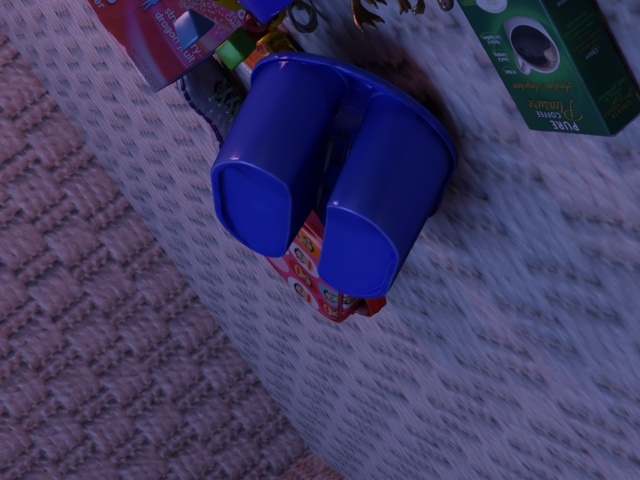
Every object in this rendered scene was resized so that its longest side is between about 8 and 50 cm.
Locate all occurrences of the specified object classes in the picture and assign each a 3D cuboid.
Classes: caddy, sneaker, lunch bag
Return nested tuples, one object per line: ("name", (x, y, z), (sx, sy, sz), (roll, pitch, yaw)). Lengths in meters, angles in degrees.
("caddy", (0.017, -0.079, 1.205), (0.241, 0.179, 0.341), (26, 162, 5))
("sneaker", (-0.125, -0.194, 1.578), (0.098, 0.083, 0.223), (14, 150, 33))
("lunch bag", (0.000, 0.000, 1.544), (0.258, 0.120, 0.293), (46, 164, 14))
("sneaker", (-0.048, -0.208, 1.299), (0.175, 0.064, 0.067), (42, 153, 22))

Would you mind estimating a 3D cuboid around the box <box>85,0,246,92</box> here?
("box", (-0.200, -0.331, 1.195), (0.300, 0.154, 0.142), (54, -169, -11))

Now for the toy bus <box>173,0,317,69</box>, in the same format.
("toy bus", (-0.073, -0.288, 1.077), (0.104, 0.202, 0.191), (-27, 95, 44))

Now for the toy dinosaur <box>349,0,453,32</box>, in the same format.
("toy dinosaur", (0.043, -0.253, 0.954), (0.211, 0.064, 0.112), (37, 140, 21))

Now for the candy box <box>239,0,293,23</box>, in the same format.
("candy box", (-0.047, -0.315, 0.737), (0.268, 0.122, 0.317), (41, 161, -15))

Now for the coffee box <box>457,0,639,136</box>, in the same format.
("coffee box", (0.160, -0.164, 0.824), (0.184, 0.040, 0.113), (56, 165, -19))
